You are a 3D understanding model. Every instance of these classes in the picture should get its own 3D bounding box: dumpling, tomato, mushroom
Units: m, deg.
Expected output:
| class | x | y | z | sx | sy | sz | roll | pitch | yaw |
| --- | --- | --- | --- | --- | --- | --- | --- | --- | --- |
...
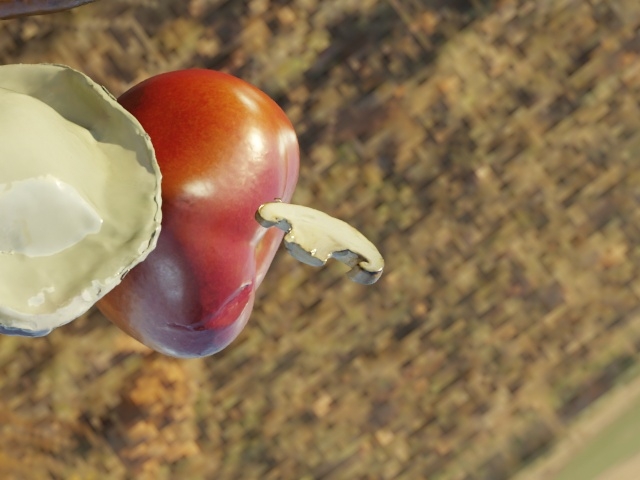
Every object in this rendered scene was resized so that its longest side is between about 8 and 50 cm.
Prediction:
| class | x | y | z | sx | sy | sz | roll | pitch | yaw |
| --- | --- | --- | --- | --- | --- | --- | --- | --- | --- |
| dumpling | -0.292 | -0.060 | 1.735 | 0.260 | 0.181 | 0.341 | -31 | -153 | -25 |
| tomato | -0.149 | -0.035 | 1.966 | 0.298 | 0.226 | 0.299 | 17 | 90 | -82 |
| mushroom | 0.000 | 0.000 | 1.379 | 0.049 | 0.101 | 0.019 | -43 | 159 | -50 |

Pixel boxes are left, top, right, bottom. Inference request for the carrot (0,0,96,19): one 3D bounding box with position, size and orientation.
| class | x | y | z | sx | sy | sz | roll | pitch | yaw |
| --- | --- | --- | --- | --- | --- | --- | --- | --- | --- |
| carrot | -0.257 | -0.183 | 1.438 | 0.248 | 0.059 | 0.059 | -14 | 163 | -7 |
